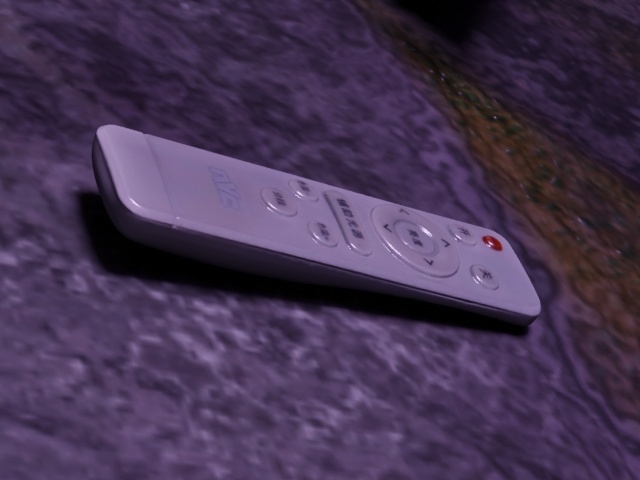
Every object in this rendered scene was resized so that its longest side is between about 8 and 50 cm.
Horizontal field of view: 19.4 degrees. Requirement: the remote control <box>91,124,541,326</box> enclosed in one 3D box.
[{"bbox_3d":[0.000,0.000,0.675,0.184,0.027,0.050,14,36,-32],"label":"remote control"}]
